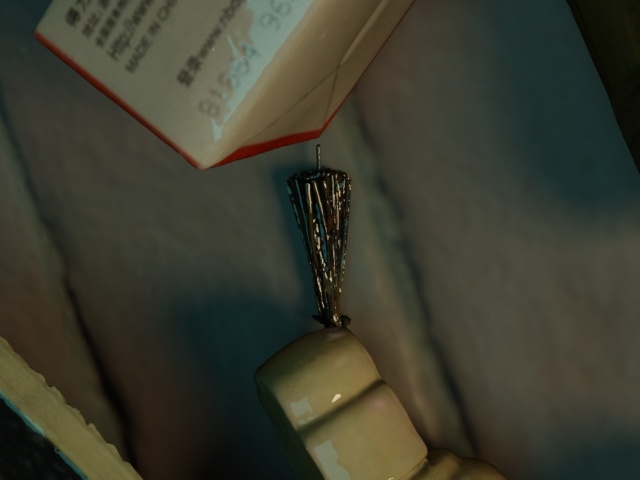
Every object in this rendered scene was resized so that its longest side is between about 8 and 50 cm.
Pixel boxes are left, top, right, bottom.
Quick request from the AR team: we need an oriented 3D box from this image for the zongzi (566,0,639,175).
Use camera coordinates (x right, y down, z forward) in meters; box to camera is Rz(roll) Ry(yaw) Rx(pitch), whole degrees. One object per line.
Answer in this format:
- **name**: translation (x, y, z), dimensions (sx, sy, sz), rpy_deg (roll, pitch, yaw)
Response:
- **zongzi**: translation (0.184, -0.093, 0.451), dimensions (0.178, 0.081, 0.189), rpy_deg (-20, 80, -1)

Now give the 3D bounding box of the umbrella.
- **umbrella**: translation (0.001, 0.000, 0.542), dimensions (0.031, 0.020, 0.083), rpy_deg (-3, 105, 19)

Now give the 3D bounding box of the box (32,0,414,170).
- **box**: translation (-0.007, -0.127, 0.459), dimensions (0.099, 0.133, 0.182), rpy_deg (38, 111, 7)

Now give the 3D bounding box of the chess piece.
- **chess piece**: translation (0.086, 0.215, 0.509), dimensions (0.117, 0.117, 0.397), rpy_deg (-32, 88, 20)

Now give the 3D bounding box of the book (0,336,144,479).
- **book**: translation (-0.171, 0.214, 0.586), dimensions (0.262, 0.028, 0.374), rpy_deg (44, 125, 4)
